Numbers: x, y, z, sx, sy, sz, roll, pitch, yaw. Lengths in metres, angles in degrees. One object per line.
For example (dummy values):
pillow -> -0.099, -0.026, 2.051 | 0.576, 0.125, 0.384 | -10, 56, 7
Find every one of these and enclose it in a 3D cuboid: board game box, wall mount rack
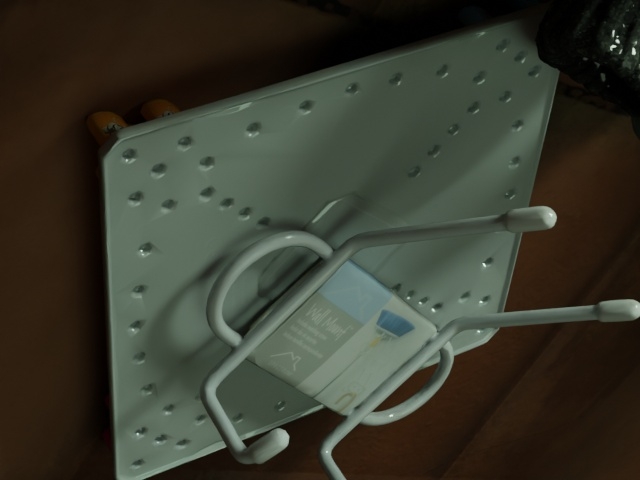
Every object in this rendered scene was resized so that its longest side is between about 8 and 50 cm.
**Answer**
board game box -> 0.000, 0.000, 1.223 | 0.390, 0.050, 0.390 | -20, 140, -23
wall mount rack -> 0.079, 0.081, 1.224 | 0.304, 0.130, 0.350 | -43, 144, 7

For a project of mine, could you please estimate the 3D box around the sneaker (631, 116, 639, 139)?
sneaker -> 0.306, -0.156, 1.210 | 0.227, 0.087, 0.130 | -61, 159, -50

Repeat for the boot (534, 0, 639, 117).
boot -> 0.221, -0.244, 1.028 | 0.260, 0.131, 0.348 | -54, 139, 3
